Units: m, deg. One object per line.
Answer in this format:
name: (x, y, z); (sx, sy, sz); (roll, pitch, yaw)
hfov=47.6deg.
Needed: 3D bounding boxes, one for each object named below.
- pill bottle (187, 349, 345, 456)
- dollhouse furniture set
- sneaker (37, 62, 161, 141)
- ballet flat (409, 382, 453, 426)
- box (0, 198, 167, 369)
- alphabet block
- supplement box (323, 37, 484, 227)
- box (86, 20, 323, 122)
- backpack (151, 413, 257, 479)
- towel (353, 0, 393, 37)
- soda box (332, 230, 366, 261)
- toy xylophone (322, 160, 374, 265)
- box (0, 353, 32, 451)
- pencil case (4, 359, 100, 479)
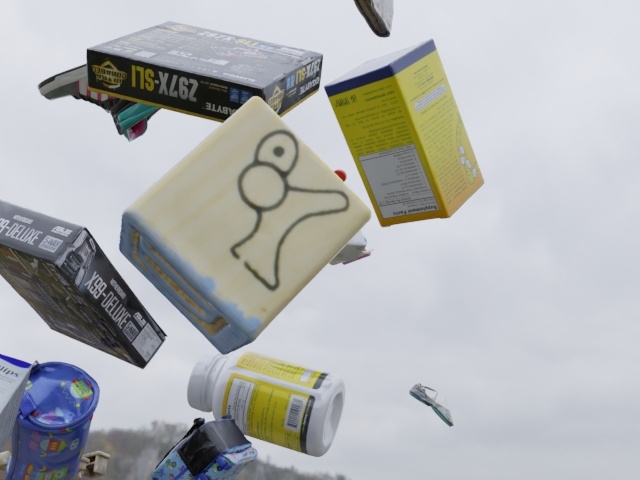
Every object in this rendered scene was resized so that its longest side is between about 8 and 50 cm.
pill bottle: (-0.125, 0.360, 1.660); (0.334, 0.188, 0.188); (13, -20, 17)
dollhouse furniture set: (-0.588, 0.462, 1.608); (0.161, 0.101, 0.182); (-20, -39, 23)
sneaker: (-0.441, -0.289, 1.517); (0.295, 0.124, 0.178); (-9, -70, 24)
ballet flat: (0.224, 0.316, 1.420); (0.114, 0.041, 0.041); (35, -2, 37)
box: (-0.422, 0.074, 1.204); (0.242, 0.076, 0.307); (15, -33, 29)
alphabet block: (-0.093, -0.009, 0.829); (0.192, 0.197, 0.193); (47, -21, -4)
supplement box: (0.194, -0.235, 1.631); (0.194, 0.195, 0.356); (-7, -67, 44)
box: (-0.190, -0.290, 1.238); (0.322, 0.257, 0.079); (16, -61, 15)
backpack: (-0.231, 0.432, 1.400); (0.173, 0.117, 0.158); (-44, -20, 6)
towel: (0.105, -0.540, 1.429); (0.049, 0.187, 0.282); (6, -5, 20)
soda box: (0.000, 0.000, 1.775); (0.216, 0.074, 0.069); (4, -40, -29)
toy xylophone: (0.000, -0.057, 2.061); (0.236, 0.081, 0.322); (-12, -68, 28)
box: (-0.454, 0.237, 0.962); (0.072, 0.137, 0.126); (21, -69, -8)
pencil case: (-0.445, 0.319, 1.180); (0.133, 0.119, 0.306); (-10, -35, -33)
